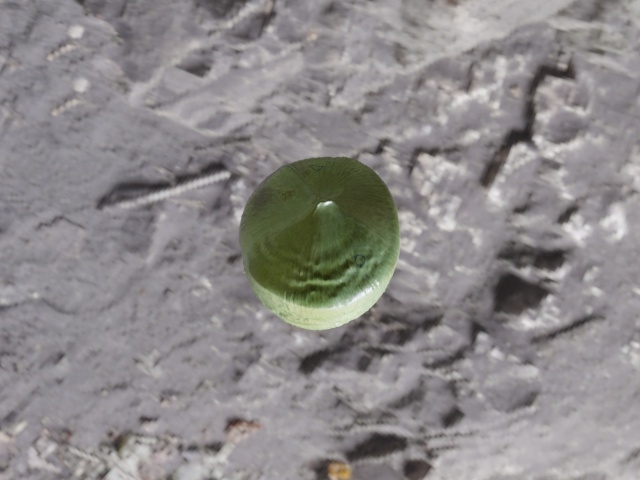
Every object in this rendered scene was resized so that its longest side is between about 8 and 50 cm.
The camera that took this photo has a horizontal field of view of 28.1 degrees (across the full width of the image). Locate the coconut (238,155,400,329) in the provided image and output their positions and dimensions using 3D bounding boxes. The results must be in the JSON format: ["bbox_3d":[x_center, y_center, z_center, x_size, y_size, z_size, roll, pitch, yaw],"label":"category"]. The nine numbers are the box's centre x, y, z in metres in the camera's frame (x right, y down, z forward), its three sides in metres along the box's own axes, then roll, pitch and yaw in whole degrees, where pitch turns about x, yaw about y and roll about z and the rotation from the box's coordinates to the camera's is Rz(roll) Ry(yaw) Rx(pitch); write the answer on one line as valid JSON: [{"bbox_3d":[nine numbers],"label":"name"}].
[{"bbox_3d":[0.000,0.000,0.647,0.088,0.088,0.096,-40,160,-18],"label":"coconut"}]
